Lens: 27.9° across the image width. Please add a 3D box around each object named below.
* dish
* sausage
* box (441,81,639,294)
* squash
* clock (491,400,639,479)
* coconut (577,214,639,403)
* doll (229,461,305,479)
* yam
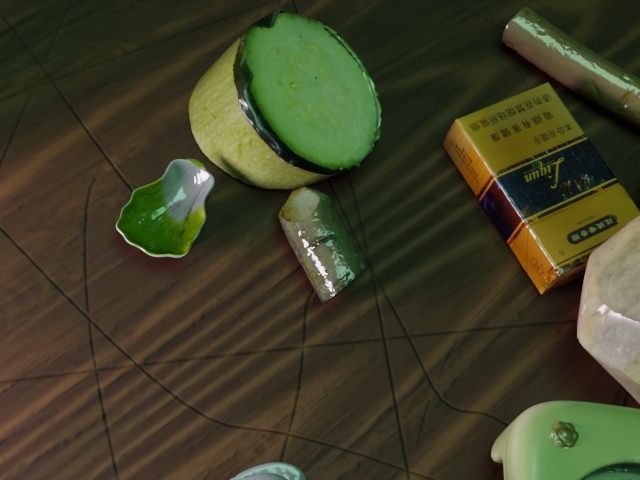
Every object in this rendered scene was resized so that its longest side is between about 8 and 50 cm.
[{"bbox_3d":[-0.172,-0.032,1.477,0.091,0.039,0.137,26,59,6],"label":"dish"},{"bbox_3d":[0.377,-0.208,1.700,0.301,0.066,0.066,31,60,5],"label":"sausage"},{"bbox_3d":[0.278,-0.067,1.597,0.152,0.070,0.237,-22,68,-24],"label":"box"},{"bbox_3d":[-0.035,-0.156,1.557,0.220,0.133,0.220,15,57,-25],"label":"squash"},{"bbox_3d":[0.324,0.352,1.359,0.286,0.117,0.348,9,62,-10],"label":"clock"},{"bbox_3d":[0.406,0.084,1.483,0.236,0.237,0.197,9,20,-10],"label":"coconut"},{"bbox_3d":[-0.078,0.346,1.246,0.258,0.153,0.195,-36,89,-9],"label":"doll"},{"bbox_3d":[0.000,0.000,1.487,0.069,0.070,0.146,-19,70,-23],"label":"yam"}]
